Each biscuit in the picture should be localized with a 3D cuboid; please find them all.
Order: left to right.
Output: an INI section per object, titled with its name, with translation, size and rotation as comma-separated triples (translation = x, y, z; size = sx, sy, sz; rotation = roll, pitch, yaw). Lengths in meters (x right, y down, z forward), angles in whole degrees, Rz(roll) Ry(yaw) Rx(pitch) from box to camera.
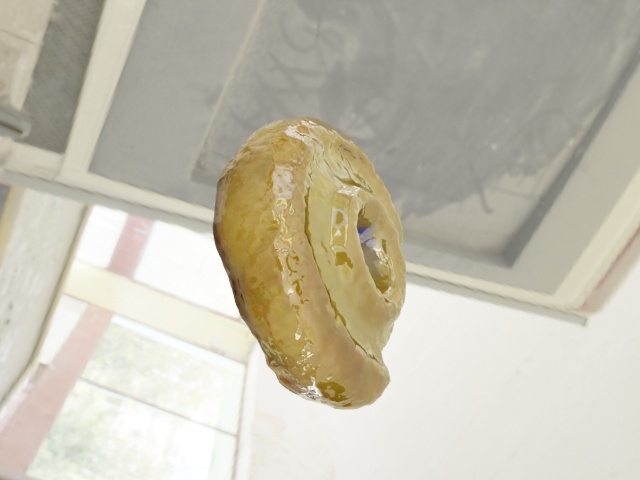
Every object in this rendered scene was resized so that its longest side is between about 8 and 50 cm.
[biscuit]
translation = 0.001, 0.000, 0.697
size = 0.091, 0.213, 0.274
rotation = -19, -139, 29
